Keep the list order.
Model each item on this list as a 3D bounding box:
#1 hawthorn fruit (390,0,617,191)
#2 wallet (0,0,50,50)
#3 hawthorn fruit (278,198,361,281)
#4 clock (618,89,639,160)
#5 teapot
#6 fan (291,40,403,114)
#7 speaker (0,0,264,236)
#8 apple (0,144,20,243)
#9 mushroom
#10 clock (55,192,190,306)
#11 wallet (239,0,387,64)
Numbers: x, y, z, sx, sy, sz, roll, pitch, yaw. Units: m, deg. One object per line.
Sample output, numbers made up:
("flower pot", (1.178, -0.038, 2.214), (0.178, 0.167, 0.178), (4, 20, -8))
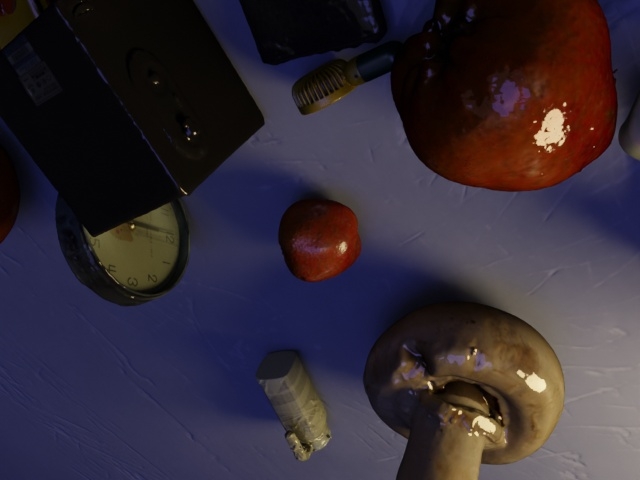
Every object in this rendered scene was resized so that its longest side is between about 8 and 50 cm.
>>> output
("hawthorn fruit", (0.203, -0.147, 0.641), (0.260, 0.224, 0.224), (32, 132, -33))
("wallet", (-0.406, -0.287, 0.835), (0.141, 0.067, 0.241), (-2, 124, 23))
("hawthorn fruit", (0.000, 0.000, 0.870), (0.127, 0.128, 0.128), (10, 127, 13))
("clock", (0.402, -0.154, 0.605), (0.151, 0.062, 0.191), (23, 91, 12))
("teapot", (-0.047, 0.308, 1.111), (0.077, 0.107, 0.201), (-11, 120, 23))
("fan", (0.033, -0.199, 0.727), (0.155, 0.082, 0.039), (-16, 114, 33))
("speaker", (-0.231, -0.182, 0.743), (0.184, 0.232, 0.254), (-20, 111, 30))
("apple", (-0.590, -0.085, 0.984), (0.210, 0.173, 0.235), (27, 138, -7))
("mushroom", (0.193, 0.242, 0.860), (0.292, 0.290, 0.293), (11, 132, 13))
("clock", (-0.273, -0.020, 0.879), (0.048, 0.226, 0.226), (-14, 119, 26))
("wallet", (-0.046, -0.358, 0.670), (0.170, 0.044, 0.321), (-7, 125, 25))
